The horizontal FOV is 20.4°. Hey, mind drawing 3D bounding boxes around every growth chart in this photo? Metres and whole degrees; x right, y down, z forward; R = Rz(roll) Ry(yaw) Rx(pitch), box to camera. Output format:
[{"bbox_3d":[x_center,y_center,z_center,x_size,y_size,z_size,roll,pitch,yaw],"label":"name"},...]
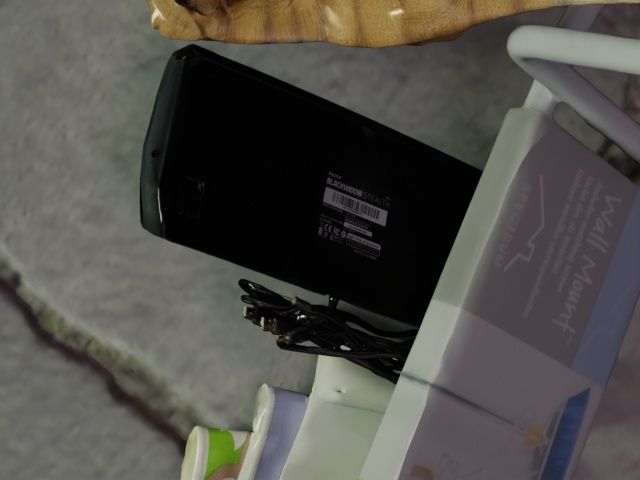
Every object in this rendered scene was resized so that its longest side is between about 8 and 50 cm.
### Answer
[{"bbox_3d":[-0.006,0.143,0.734,0.172,0.021,0.237,27,88,-28],"label":"growth chart"}]

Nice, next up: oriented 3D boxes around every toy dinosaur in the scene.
[{"bbox_3d":[0.044,-0.091,0.652,0.212,0.112,0.064,-4,127,10],"label":"toy dinosaur"}]

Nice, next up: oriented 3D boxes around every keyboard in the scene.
[{"bbox_3d":[0.000,0.000,0.691,0.192,0.038,0.100,21,74,-39],"label":"keyboard"}]

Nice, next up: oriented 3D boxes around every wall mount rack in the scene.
[{"bbox_3d":[0.148,0.073,0.720,0.304,0.130,0.350,29,81,-46],"label":"wall mount rack"}]
